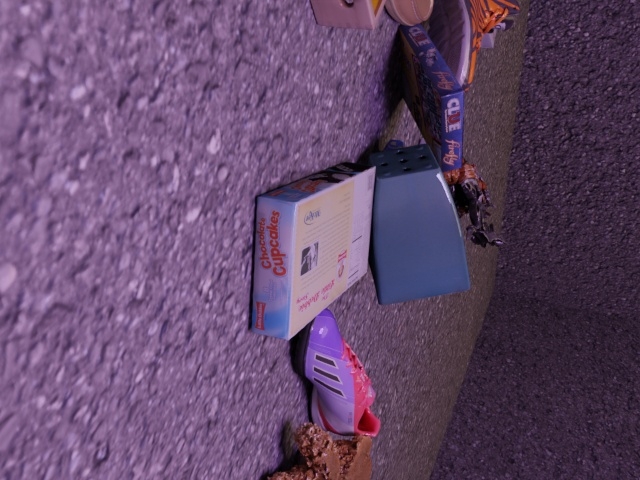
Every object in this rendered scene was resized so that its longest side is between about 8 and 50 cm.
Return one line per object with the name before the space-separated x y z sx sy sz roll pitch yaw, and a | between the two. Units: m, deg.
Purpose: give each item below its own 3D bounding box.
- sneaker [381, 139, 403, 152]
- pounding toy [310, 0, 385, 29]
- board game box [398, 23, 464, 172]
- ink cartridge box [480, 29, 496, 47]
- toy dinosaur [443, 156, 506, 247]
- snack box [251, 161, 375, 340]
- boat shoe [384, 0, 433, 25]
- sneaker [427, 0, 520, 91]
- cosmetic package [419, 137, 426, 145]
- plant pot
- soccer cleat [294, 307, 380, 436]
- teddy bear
sneaker | 0.164 -0.131 1.346 0.211 0.080 0.081 32 74 -70
pounding toy | 0.063 -0.385 0.920 0.181 0.094 0.206 65 41 -58
board game box | 0.199 -0.263 1.245 0.165 0.042 0.243 79 -4 -47
ink cartridge box | 0.331 -0.530 1.510 0.128 0.128 0.176 12 89 -71
toy dinosaur | 0.281 -0.091 1.460 0.322 0.164 0.218 7 76 -39
snack box | 0.000 0.000 1.005 0.322 0.060 0.187 -32 128 -64
boat shoe | 0.155 -0.464 1.099 0.341 0.110 0.121 50 54 -65
sneaker | 0.305 -0.414 1.329 0.180 0.125 0.320 11 73 -27
cosmetic package | 0.252 -0.108 1.595 0.117 0.086 0.231 45 60 -65
plant pot | 0.160 -0.038 1.210 0.165 0.166 0.234 -98 178 -57
soccer cleat | 0.035 0.223 1.136 0.318 0.117 0.108 81 28 -44
teddy bear | -0.041 0.413 1.087 0.338 0.113 0.245 -44 134 -45
